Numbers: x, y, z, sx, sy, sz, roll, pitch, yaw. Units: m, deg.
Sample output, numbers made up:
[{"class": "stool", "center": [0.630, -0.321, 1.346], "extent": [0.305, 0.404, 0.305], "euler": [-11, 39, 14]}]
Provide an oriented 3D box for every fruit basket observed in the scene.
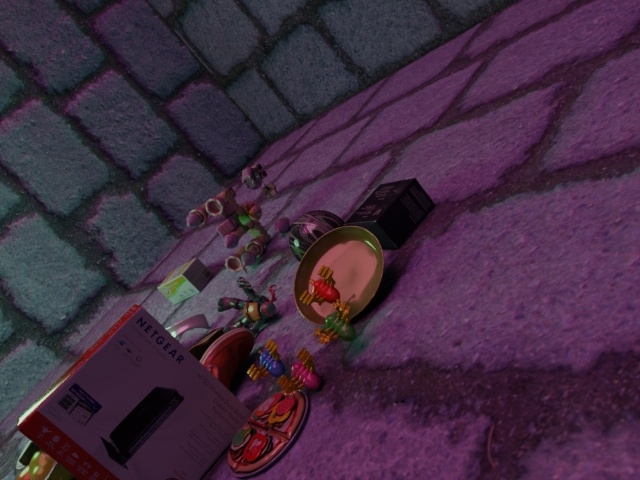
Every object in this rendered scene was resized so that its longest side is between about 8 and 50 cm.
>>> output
[{"class": "fruit basket", "center": [-0.685, 0.619, 1.458], "extent": [0.327, 0.165, 0.353], "euler": [-44, 21, 45]}]

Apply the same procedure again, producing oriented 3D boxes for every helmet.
[{"class": "helmet", "center": [0.000, 0.000, 1.564], "extent": [0.169, 0.161, 0.169], "euler": [-37, 18, 14]}]

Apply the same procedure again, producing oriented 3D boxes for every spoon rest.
[{"class": "spoon rest", "center": [-0.490, 0.324, 1.920], "extent": [0.276, 0.137, 0.084], "euler": [-35, -25, 11]}]

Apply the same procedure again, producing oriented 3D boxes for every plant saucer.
[{"class": "plant saucer", "center": [0.045, 0.082, 1.339], "extent": [0.241, 0.037, 0.241], "euler": [-20, 53, 29]}]

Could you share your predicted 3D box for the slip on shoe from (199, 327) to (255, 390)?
[{"class": "slip on shoe", "center": [-0.248, 0.339, 1.399], "extent": [0.101, 0.123, 0.331], "euler": [13, 43, 29]}]

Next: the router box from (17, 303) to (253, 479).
[{"class": "router box", "center": [-0.353, 0.347, 1.182], "extent": [0.301, 0.335, 0.082], "euler": [-48, 17, -20]}]

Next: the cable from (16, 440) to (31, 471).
[{"class": "cable", "center": [-0.868, 0.657, 1.952], "extent": [0.257, 0.089, 0.257], "euler": [-15, 31, 55]}]

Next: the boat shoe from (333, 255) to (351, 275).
[{"class": "boat shoe", "center": [0.055, 0.085, 1.418], "extent": [0.190, 0.068, 0.072], "euler": [-38, 2, 5]}]

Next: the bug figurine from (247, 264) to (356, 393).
[{"class": "bug figurine", "center": [-0.025, 0.198, 1.223], "extent": [0.279, 0.072, 0.216], "euler": [-53, 32, -1]}]

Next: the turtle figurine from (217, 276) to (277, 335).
[{"class": "turtle figurine", "center": [-0.190, 0.192, 1.600], "extent": [0.234, 0.118, 0.175], "euler": [-21, 67, 52]}]

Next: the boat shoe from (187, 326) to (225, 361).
[{"class": "boat shoe", "center": [-0.330, 0.306, 1.724], "extent": [0.152, 0.056, 0.049], "euler": [-34, 11, -7]}]

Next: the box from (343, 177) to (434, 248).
[{"class": "box", "center": [0.167, -0.063, 1.477], "extent": [0.158, 0.093, 0.156], "euler": [-47, 18, -20]}]

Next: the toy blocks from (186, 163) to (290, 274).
[{"class": "toy blocks", "center": [-0.290, -0.053, 2.112], "extent": [0.309, 0.288, 0.260], "euler": [-31, 13, 23]}]

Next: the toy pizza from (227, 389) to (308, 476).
[{"class": "toy pizza", "center": [-0.106, 0.357, 1.143], "extent": [0.201, 0.032, 0.201], "euler": [-37, 18, 14]}]

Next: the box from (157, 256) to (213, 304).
[{"class": "box", "center": [-0.552, 0.167, 2.441], "extent": [0.203, 0.103, 0.114], "euler": [-25, 23, 42]}]
